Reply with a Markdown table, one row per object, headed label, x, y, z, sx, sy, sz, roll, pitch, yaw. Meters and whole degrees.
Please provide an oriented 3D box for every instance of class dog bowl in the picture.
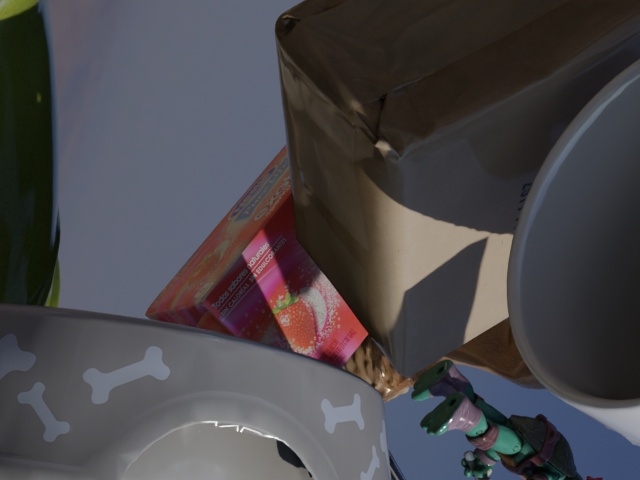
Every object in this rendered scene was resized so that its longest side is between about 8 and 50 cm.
| label | x | y | z | sx | sy | sz | roll | pitch | yaw |
| --- | --- | --- | --- | --- | --- | --- | --- | --- | --- |
| dog bowl | -0.120 | 0.119 | 1.129 | 0.349 | 0.349 | 0.102 | 133 | -34 | -72 |

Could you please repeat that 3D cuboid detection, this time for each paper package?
| label | x | y | z | sx | sy | sz | roll | pitch | yaw |
| --- | --- | --- | --- | --- | --- | --- | --- | --- | --- |
| paper package | 0.136 | -0.092 | 1.541 | 0.309 | 0.168 | 0.325 | -29 | 150 | -16 |

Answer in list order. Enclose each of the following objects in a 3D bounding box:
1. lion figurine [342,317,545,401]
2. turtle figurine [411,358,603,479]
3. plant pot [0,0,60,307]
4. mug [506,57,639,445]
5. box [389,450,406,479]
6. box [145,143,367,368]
| label | x | y | z | sx | sy | sz | roll | pitch | yaw |
| --- | --- | --- | --- | --- | --- | --- | --- | --- | --- |
| lion figurine | 0.175 | 0.092 | 2.184 | 0.392 | 0.142 | 0.240 | 10 | -87 | 40 |
| turtle figurine | 0.197 | 0.228 | 2.017 | 0.118 | 0.234 | 0.175 | -48 | -160 | -5 |
| plant pot | -0.325 | -0.095 | 1.300 | 0.353 | 0.366 | 0.366 | 113 | -6 | -47 |
| mug | 0.311 | 0.042 | 1.368 | 0.374 | 0.328 | 0.276 | 17 | -101 | 57 |
| box | 0.005 | 0.388 | 1.517 | 0.318 | 0.395 | 0.097 | -32 | 174 | 1 |
| box | 0.000 | 0.000 | 1.804 | 0.300 | 0.142 | 0.154 | -51 | -165 | -20 |
